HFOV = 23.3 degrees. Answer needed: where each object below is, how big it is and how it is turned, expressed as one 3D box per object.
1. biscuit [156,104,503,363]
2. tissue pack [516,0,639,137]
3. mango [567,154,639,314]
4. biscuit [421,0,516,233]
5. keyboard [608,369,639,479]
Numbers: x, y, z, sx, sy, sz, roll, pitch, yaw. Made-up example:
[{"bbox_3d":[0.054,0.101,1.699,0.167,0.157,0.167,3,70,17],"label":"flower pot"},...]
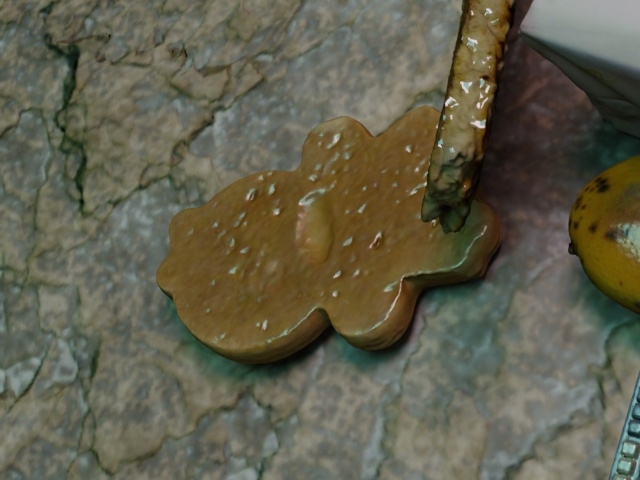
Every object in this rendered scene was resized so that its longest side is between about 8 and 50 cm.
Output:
[{"bbox_3d":[0.004,0.003,0.783,0.184,0.027,0.133,-33,55,11],"label":"biscuit"},{"bbox_3d":[0.232,-0.111,0.640,0.225,0.124,0.185,26,86,38],"label":"tissue pack"},{"bbox_3d":[0.163,0.001,0.673,0.114,0.057,0.079,16,59,23],"label":"mango"},{"bbox_3d":[0.073,-0.090,0.707,0.026,0.131,0.237,10,56,4],"label":"biscuit"},{"bbox_3d":[0.144,0.117,0.656,0.055,0.014,0.176,11,74,31],"label":"keyboard"}]
